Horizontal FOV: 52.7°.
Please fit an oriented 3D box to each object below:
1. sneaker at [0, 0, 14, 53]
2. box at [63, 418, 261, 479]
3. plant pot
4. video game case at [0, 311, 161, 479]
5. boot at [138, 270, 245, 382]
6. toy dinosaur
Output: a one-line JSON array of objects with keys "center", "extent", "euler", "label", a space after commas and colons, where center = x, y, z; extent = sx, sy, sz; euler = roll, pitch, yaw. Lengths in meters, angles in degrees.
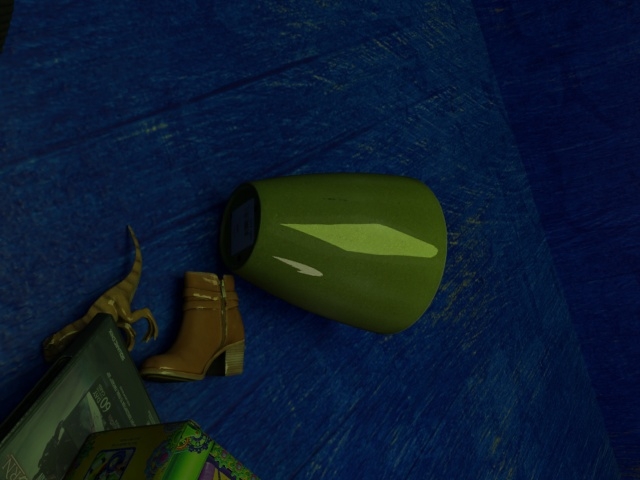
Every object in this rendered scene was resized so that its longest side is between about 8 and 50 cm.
[{"center": [-0.433, -0.333, 0.688], "extent": [0.122, 0.146, 0.330], "euler": [-39, 136, -58], "label": "sneaker"}, {"center": [-0.150, 0.385, 0.649], "extent": [0.290, 0.177, 0.279], "euler": [51, 41, -27], "label": "box"}, {"center": [0.000, 0.000, 1.033], "extent": [0.294, 0.275, 0.274], "euler": [12, 71, -33], "label": "plant pot"}, {"center": [-0.279, 0.242, 0.706], "extent": [0.274, 0.026, 0.196], "euler": [-62, 148, -49], "label": "video game case"}, {"center": [-0.182, 0.118, 0.904], "extent": [0.197, 0.073, 0.152], "euler": [10, 73, -61], "label": "boot"}, {"center": [-0.257, 0.081, 0.824], "extent": [0.112, 0.064, 0.211], "euler": [56, 43, -24], "label": "toy dinosaur"}]
